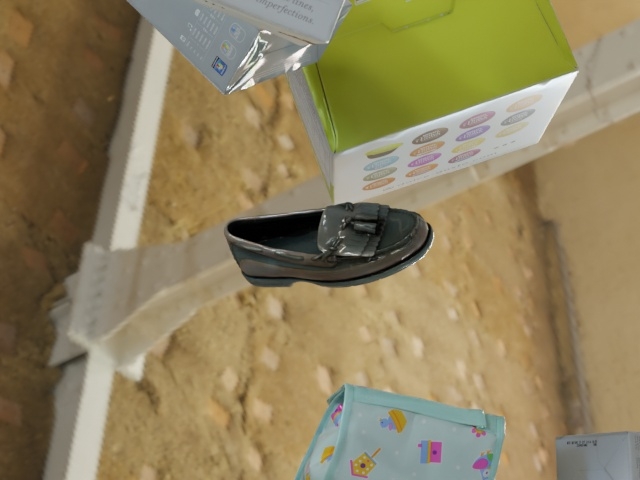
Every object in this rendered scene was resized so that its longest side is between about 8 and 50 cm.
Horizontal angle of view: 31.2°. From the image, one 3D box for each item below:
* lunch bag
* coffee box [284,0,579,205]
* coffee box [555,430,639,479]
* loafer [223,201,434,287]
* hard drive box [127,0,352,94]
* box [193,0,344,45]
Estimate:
[{"bbox_3d":[0.095,0.299,1.462,0.223,0.262,0.160,14,-151,-8],"label":"lunch bag"},{"bbox_3d":[0.117,-0.280,1.609,0.334,0.337,0.338,85,166,-79],"label":"coffee box"},{"bbox_3d":[0.462,0.315,1.576,0.246,0.141,0.098,7,-104,-31],"label":"coffee box"},{"bbox_3d":[0.000,0.000,1.343,0.084,0.267,0.096,53,-137,-34],"label":"loafer"},{"bbox_3d":[-0.111,-0.281,1.238,0.232,0.089,0.181,43,-143,12],"label":"hard drive box"},{"bbox_3d":[-0.054,-0.256,0.826,0.180,0.182,0.119,20,-176,-13],"label":"box"}]
